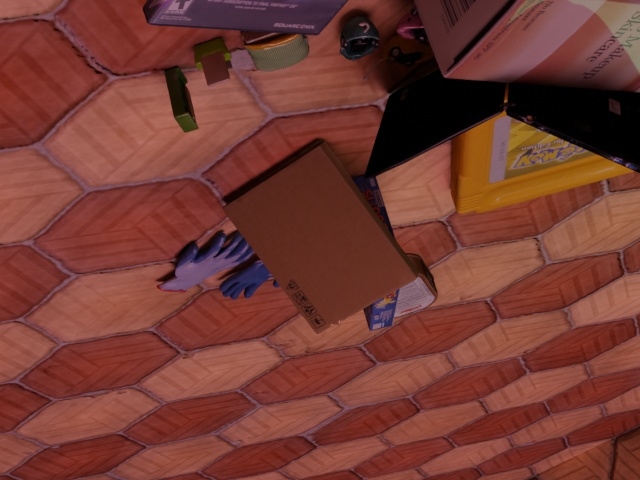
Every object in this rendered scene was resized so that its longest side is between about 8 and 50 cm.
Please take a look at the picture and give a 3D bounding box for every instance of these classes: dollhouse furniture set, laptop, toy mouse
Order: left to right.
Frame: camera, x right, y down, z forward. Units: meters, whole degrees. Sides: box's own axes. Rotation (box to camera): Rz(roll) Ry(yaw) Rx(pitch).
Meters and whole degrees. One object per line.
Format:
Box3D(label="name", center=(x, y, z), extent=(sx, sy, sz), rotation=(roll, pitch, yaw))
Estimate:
Box3D(label="dollhouse furniture set", center=(-0.079, -0.165, 1.363), extent=(0.151, 0.059, 0.076), rotation=(-18, 157, 4))
Box3D(label="toy mouse", center=(0.073, -0.212, 1.370), extent=(0.161, 0.031, 0.143), rotation=(-12, 165, 32))
Box3D(label="laptop", center=(0.204, -0.112, 1.411), extent=(0.264, 0.234, 0.137), rotation=(23, 119, -3))

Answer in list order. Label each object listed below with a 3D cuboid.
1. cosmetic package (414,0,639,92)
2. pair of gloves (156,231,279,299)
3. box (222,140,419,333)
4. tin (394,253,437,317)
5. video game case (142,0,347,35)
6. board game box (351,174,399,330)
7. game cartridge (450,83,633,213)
Box3D(label="cosmetic package", center=(0.256, -0.238, 1.328), extent=(0.296, 0.129, 0.153), rotation=(-2, 152, -31))
Box3D(label="pair of gloves", center=(-0.115, 0.036, 1.835), extent=(0.198, 0.023, 0.159), rotation=(7, 149, -41))
Box3D(label="box", center=(0.000, 0.000, 1.644), extent=(0.164, 0.201, 0.021), rotation=(-31, -169, 29))
Box3D(label="tin", center=(0.116, 0.072, 2.050), extent=(0.106, 0.040, 0.190), rotation=(-16, 157, 11))
Box3D(label="video game case", center=(-0.012, -0.273, 1.187), extent=(0.196, 0.026, 0.274), rotation=(-3, 153, -38))
Box3D(label="board game box", center=(0.067, 0.019, 1.771), extent=(0.035, 0.136, 0.201), rotation=(-13, 157, -7))
Box3D(label="game cartridge", center=(0.303, -0.139, 1.680), extent=(0.285, 0.053, 0.324), rotation=(-15, 156, -2))
